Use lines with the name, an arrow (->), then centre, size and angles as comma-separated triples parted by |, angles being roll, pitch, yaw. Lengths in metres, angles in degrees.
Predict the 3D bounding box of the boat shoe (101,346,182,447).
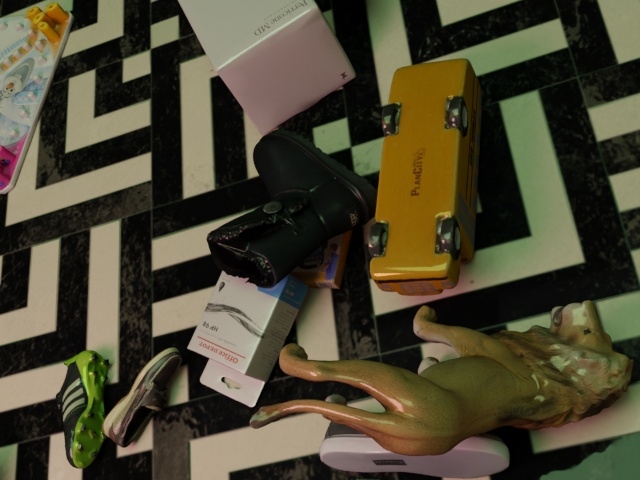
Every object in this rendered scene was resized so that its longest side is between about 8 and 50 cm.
boat shoe -> -0.234, 0.216, 1.307 | 0.049, 0.056, 0.152 | 38, 92, 30

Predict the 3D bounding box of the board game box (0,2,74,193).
board game box -> -0.676, -0.262, 1.765 | 0.390, 0.050, 0.389 | 0, 63, 24

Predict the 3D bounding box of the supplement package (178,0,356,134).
supplement package -> -0.101, -0.347, 1.477 | 0.178, 0.175, 0.293 | -32, 55, 4

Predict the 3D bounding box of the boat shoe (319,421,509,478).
boat shoe -> 0.111, 0.232, 1.132 | 0.229, 0.080, 0.076 | -7, 50, 26

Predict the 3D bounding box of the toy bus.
toy bus -> 0.143, -0.081, 1.250 | 0.108, 0.130, 0.332 | -4, 62, 21

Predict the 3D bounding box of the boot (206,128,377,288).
boot -> -0.072, -0.047, 1.283 | 0.207, 0.094, 0.246 | -32, 44, -27

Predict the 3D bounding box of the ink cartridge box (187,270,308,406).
ink cartridge box -> -0.104, 0.119, 1.278 | 0.104, 0.060, 0.180 | 19, 81, 31

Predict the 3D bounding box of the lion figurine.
lion figurine -> 0.143, 0.164, 1.029 | 0.392, 0.142, 0.240 | -20, 27, -38

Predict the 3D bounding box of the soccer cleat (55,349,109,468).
soccer cleat -> -0.338, 0.239, 1.340 | 0.072, 0.060, 0.178 | -21, 50, 24

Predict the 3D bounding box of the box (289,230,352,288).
box -> 0.000, 0.000, 1.333 | 0.081, 0.028, 0.136 | 1, 66, 25
